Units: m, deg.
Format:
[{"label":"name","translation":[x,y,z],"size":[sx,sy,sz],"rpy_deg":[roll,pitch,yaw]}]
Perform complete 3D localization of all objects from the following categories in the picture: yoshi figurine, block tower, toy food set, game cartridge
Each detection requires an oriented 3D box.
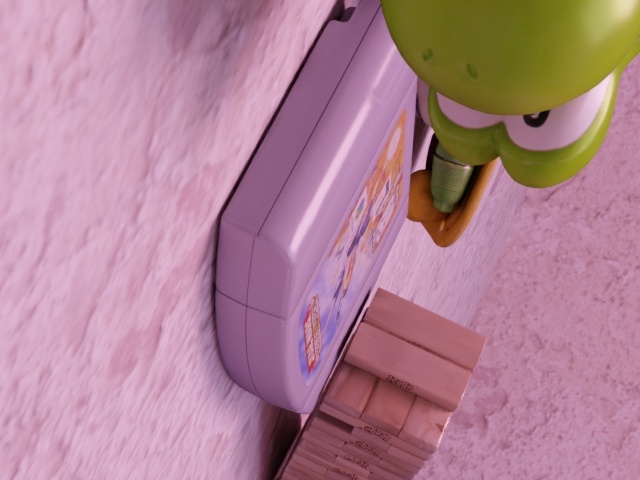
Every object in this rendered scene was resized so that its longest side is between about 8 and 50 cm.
[{"label":"yoshi figurine","translation":[0.123,-0.195,0.583],"size":[0.203,0.203,0.362],"rpy_deg":[33,-70,56]},{"label":"block tower","translation":[0.032,0.158,1.134],"size":[0.091,0.097,0.335],"rpy_deg":[-62,176,-29]},{"label":"toy food set","translation":[0.113,-0.104,1.212],"size":[0.128,0.071,0.218],"rpy_deg":[-106,-144,-69]},{"label":"game cartridge","translation":[0.000,0.000,0.907],"size":[0.297,0.062,0.198],"rpy_deg":[86,25,-66]}]

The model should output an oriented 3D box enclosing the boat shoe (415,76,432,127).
[{"label":"boat shoe","translation":[0.130,-0.181,0.897],"size":[0.187,0.156,0.500],"rpy_deg":[-63,167,-11]}]
